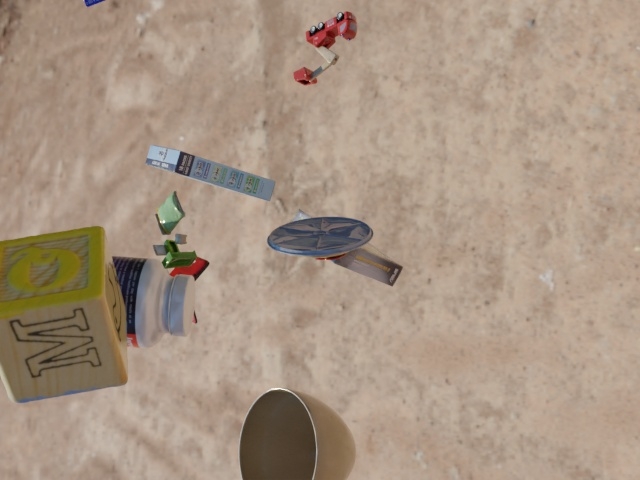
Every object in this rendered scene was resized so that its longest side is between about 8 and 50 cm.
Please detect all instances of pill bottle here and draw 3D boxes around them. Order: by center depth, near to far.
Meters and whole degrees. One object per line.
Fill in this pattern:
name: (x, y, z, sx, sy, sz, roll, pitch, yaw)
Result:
pill bottle: (-0.422, 0.120, 1.778, 0.181, 0.323, 0.181, 4, -90, -88)

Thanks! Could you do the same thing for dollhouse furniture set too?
dollhouse furniture set: (-0.292, -0.017, 1.697, 0.076, 0.059, 0.151, -46, 59, 39)

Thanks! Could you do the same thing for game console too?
game console: (-0.293, 0.107, 2.035, 0.124, 0.085, 0.144, -50, 25, -13)

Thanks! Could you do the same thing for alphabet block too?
alphabet block: (-0.425, 0.118, 1.439, 0.192, 0.194, 0.197, -109, 12, -50)

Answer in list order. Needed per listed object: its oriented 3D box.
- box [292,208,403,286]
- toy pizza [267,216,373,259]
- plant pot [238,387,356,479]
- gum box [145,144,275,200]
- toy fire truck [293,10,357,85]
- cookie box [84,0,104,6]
box: (0.057, 0.015, 2.068, 0.056, 0.183, 0.231, -62, 35, 7)
toy pizza: (0.000, 0.000, 1.675, 0.201, 0.201, 0.032, 29, 128, 57)
plant pot: (-0.030, 0.487, 2.053, 0.284, 0.191, 0.284, -14, 71, 47)
gum box: (-0.195, -0.120, 1.566, 0.157, 0.184, 0.041, 19, 93, 60)
toy fire truck: (0.014, -0.489, 2.271, 0.192, 0.047, 0.135, -18, 69, 34)
cookie box: (-0.331, -0.419, 1.444, 0.092, 0.107, 0.040, -102, -8, -70)
